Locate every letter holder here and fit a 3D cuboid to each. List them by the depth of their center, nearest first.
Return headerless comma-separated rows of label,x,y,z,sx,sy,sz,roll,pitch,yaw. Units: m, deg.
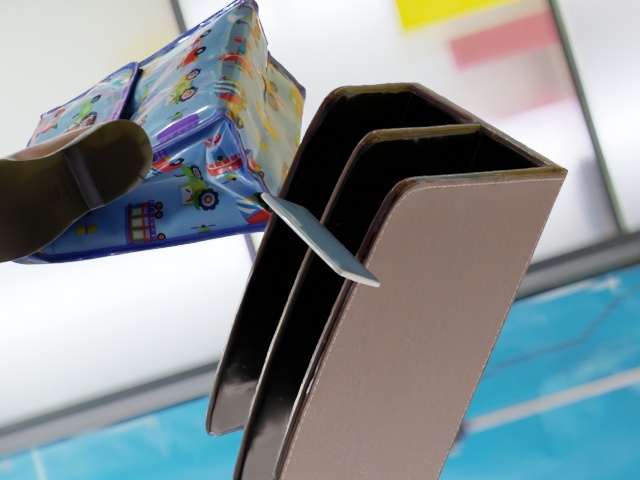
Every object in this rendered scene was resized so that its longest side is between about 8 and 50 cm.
letter holder,0.013,0.054,1.368,0.152,0.214,0.302,34,115,31

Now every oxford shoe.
oxford shoe,-0.229,-0.032,1.423,0.076,0.212,0.076,1,110,50

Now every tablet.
tablet,0.000,0.000,1.207,0.083,0.006,0.054,45,-166,30

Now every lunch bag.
lunch bag,-0.176,-0.079,1.777,0.221,0.293,0.138,-84,-31,-54
